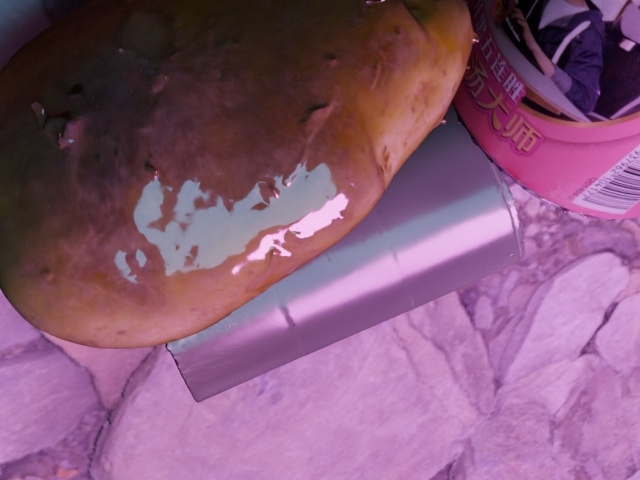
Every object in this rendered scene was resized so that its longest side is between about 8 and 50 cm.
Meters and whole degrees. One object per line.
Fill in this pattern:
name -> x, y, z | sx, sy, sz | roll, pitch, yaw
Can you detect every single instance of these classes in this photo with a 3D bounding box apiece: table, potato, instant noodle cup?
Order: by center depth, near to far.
potato -> -0.055, -0.067, 0.845 | 0.296, 0.191, 0.141 | -31, 164, -6
instant noodle cup -> 0.194, -0.147, 0.852 | 0.244, 0.244, 0.255 | 7, 143, -27
table -> 0.000, 0.000, 0.959 | 0.220, 0.126, 0.126 | -24, 132, -3
